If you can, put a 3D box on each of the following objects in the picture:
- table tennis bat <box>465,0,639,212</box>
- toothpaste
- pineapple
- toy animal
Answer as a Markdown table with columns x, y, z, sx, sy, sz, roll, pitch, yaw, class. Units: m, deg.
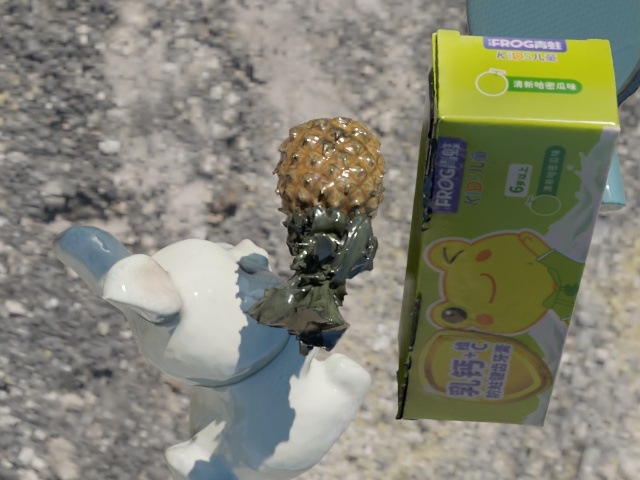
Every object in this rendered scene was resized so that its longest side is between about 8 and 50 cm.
| x | y | z | sx | sy | sz | roll | pitch | yaw | class |
| --- | --- | --- | --- | --- | --- | --- | --- | --- | --- |
| 0.226 | -0.184 | 1.343 | 0.044 | 0.215 | 0.329 | 7 | 70 | -47 | table tennis bat |
| 0.113 | 0.005 | 0.980 | 0.327 | 0.110 | 0.077 | 92 | -1 | -51 | toothpaste |
| 0.000 | 0.000 | 1.414 | 0.111 | 0.119 | 0.237 | 14 | 54 | -9 | pineapple |
| -0.129 | 0.115 | 1.627 | 0.241 | 0.196 | 0.367 | -47 | 125 | -16 | toy animal |
